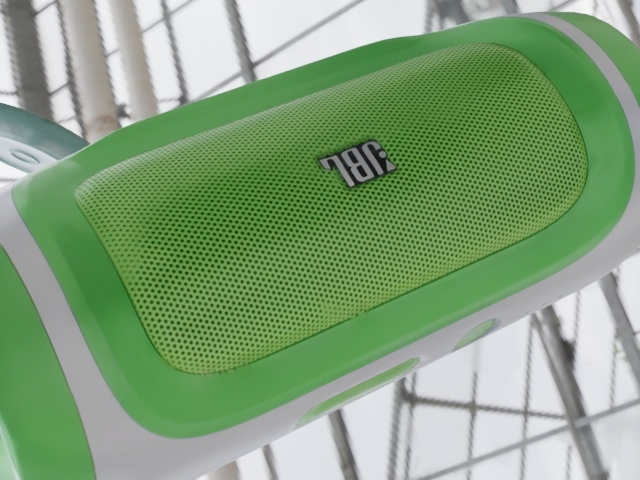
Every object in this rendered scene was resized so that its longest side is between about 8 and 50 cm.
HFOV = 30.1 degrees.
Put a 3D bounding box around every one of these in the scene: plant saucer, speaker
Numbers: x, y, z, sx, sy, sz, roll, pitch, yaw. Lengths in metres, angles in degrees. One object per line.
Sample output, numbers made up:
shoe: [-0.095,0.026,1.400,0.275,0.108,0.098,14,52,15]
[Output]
plant saucer: [-0.229,-0.073,0.932,0.119,0.119,0.021,34,-111,-42]
speaker: [0.000,0.000,0.473,0.296,0.131,0.131,-23,-94,-25]
